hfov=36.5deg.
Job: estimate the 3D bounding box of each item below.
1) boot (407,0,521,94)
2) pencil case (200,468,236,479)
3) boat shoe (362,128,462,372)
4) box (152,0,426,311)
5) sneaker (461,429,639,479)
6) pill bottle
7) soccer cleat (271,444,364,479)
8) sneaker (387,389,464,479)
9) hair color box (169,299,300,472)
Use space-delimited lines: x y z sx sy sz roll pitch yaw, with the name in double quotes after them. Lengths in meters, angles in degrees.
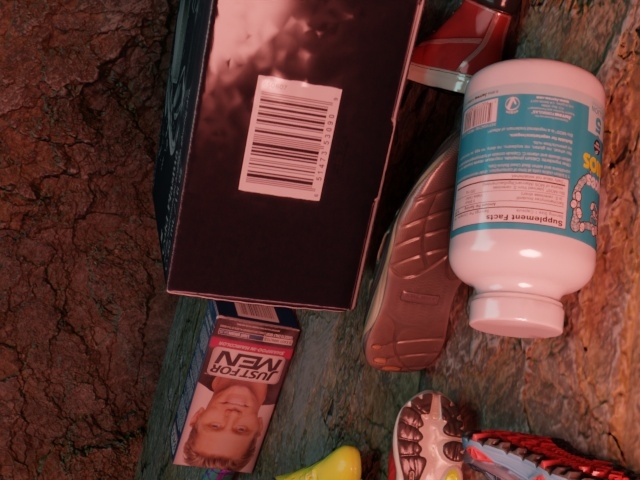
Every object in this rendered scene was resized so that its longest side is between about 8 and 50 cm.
0.190 -0.291 1.333 0.244 0.088 0.176 33 108 65 "boot"
-0.218 0.508 2.117 0.070 0.064 0.152 -73 8 -47 "pencil case"
0.128 0.003 1.241 0.130 0.132 0.355 -105 33 -56 "boat shoe"
-0.085 -0.206 1.530 0.472 0.297 0.480 -119 38 -68 "box"
0.198 0.250 0.896 0.262 0.104 0.125 -172 92 -73 "sneaker"
0.208 -0.039 0.985 0.146 0.146 0.264 151 129 -68 "pill bottle"
-0.021 0.384 1.471 0.289 0.121 0.093 126 151 -53 "soccer cleat"
0.120 0.320 1.155 0.118 0.107 0.279 93 -171 -79 "sneaker"
-0.176 0.290 1.946 0.105 0.173 0.347 -117 41 -62 "hair color box"
